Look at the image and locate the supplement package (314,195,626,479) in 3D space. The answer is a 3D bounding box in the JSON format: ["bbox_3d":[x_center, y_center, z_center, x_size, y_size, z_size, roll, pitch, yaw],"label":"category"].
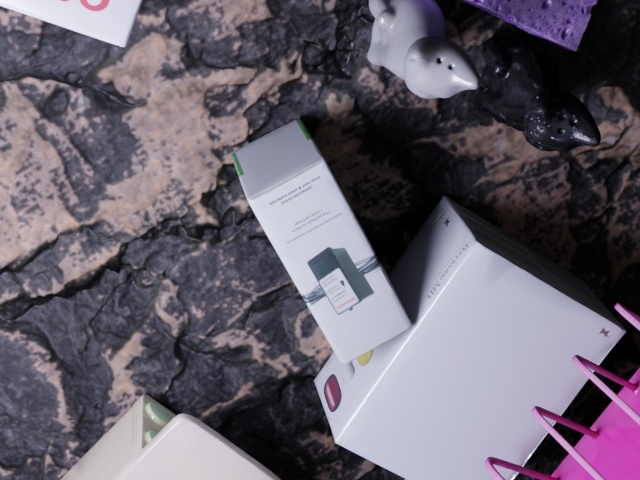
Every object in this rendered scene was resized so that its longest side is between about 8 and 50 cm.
[{"bbox_3d":[0.154,0.126,1.430,0.204,0.145,0.262,30,103,-20],"label":"supplement package"}]

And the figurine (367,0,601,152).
[{"bbox_3d":[0.152,-0.160,1.281,0.214,0.209,0.092,21,106,-17],"label":"figurine"}]

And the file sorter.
[{"bbox_3d":[0.301,0.237,1.326,0.182,0.202,0.291,27,104,-46],"label":"file sorter"}]

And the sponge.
[{"bbox_3d":[0.189,-0.281,1.314,0.210,0.031,0.117,20,98,-26],"label":"sponge"}]

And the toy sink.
[{"bbox_3d":[-0.170,0.272,1.438,0.152,0.131,0.234,38,105,-21],"label":"toy sink"}]

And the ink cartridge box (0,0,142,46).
[{"bbox_3d":[-0.238,-0.403,1.139,0.285,0.166,0.395,17,108,-16],"label":"ink cartridge box"}]

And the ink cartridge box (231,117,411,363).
[{"bbox_3d":[0.000,0.000,1.349,0.086,0.153,0.208,-28,114,0],"label":"ink cartridge box"}]
